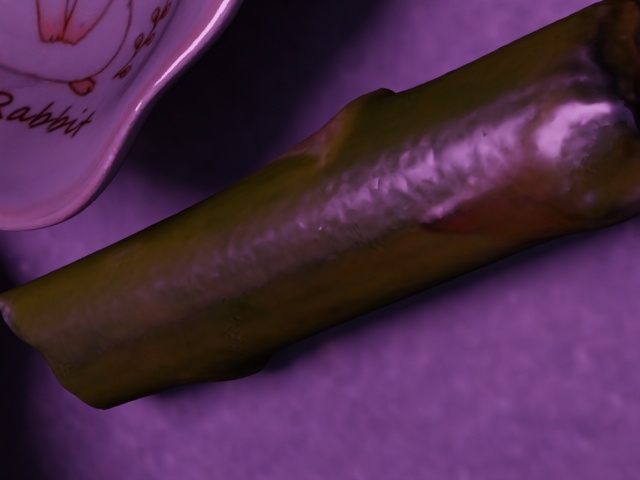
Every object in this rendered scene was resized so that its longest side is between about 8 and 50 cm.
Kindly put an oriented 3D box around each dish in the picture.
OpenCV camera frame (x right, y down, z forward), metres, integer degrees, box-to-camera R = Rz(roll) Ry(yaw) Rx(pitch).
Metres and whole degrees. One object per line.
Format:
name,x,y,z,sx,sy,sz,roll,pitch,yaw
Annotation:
dish,-0.098,-0.116,0.652,0.229,0.081,0.229,4,97,32

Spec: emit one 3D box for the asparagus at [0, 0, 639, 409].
asparagus,-0.001,0.000,0.622,0.278,0.060,0.067,-26,95,34
